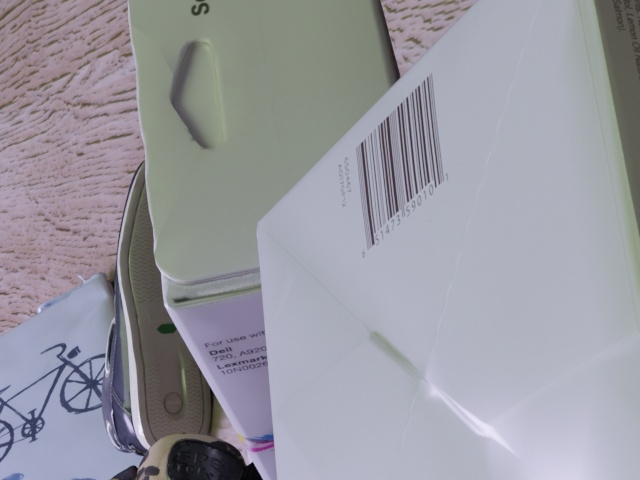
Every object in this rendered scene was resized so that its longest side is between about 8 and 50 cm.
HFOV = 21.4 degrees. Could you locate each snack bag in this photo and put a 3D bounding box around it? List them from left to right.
[{"bbox_3d":[-0.271,0.202,1.358,0.323,0.037,0.342,-31,39,0],"label":"snack bag"}]

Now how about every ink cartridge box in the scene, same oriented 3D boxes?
[{"bbox_3d":[0.000,0.000,0.847,0.278,0.117,0.201,70,-172,-58],"label":"ink cartridge box"}]

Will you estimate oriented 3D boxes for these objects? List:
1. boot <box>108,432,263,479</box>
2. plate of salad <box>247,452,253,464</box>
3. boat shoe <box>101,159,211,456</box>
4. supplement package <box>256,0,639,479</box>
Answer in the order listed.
[{"bbox_3d":[-0.079,0.216,0.950,0.284,0.138,0.377,-93,5,-54],"label":"boot"},{"bbox_3d":[-0.015,0.088,1.084,0.200,0.048,0.199,-29,57,59],"label":"plate of salad"},{"bbox_3d":[-0.128,0.046,1.278,0.079,0.084,0.233,-11,75,57],"label":"boat shoe"},{"bbox_3d":[0.144,0.055,0.532,0.199,0.263,0.198,-43,46,52],"label":"supplement package"}]
